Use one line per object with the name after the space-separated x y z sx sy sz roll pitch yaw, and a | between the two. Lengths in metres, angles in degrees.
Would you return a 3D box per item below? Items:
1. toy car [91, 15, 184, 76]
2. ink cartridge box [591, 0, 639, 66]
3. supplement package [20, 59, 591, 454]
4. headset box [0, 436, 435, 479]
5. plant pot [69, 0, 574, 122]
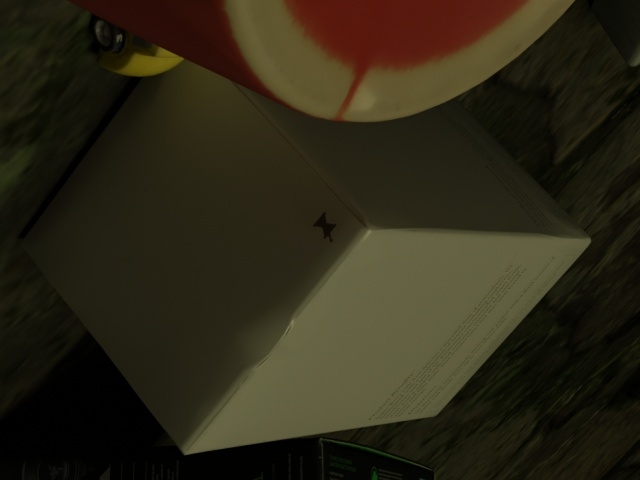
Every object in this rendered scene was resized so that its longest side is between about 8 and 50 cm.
-0.036 -0.188 0.856 0.225 0.053 0.239 -39 156 -9 | toy car
0.340 -0.262 1.160 0.324 0.071 0.330 -35 173 -2 | ink cartridge box
0.000 0.000 1.078 0.177 0.175 0.293 -50 156 20 | supplement package
-0.086 0.219 1.218 0.283 0.131 0.246 -6 166 21 | headset box
-0.026 -0.183 0.592 0.275 0.243 0.275 -28 141 -26 | plant pot
